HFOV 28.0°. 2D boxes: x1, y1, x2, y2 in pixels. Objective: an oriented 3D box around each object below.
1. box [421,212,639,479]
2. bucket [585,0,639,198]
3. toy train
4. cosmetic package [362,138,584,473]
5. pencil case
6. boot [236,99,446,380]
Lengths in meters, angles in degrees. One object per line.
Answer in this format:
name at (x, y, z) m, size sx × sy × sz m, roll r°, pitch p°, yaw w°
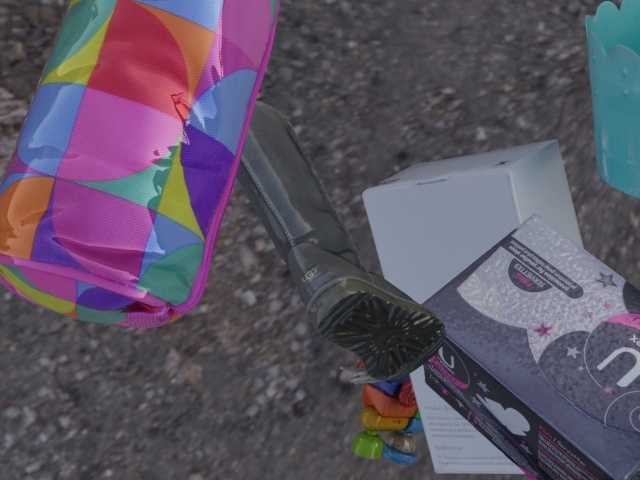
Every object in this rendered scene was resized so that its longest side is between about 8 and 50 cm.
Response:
box at (0.229, 0.121, 1.159) m, size 0.163 × 0.142 × 0.247 m, roll -38°, pitch 58°, yaw -18°
bucket at (0.434, -0.167, 1.448) m, size 0.281 × 0.281 × 0.183 m, roll 1°, pitch 117°, yaw 15°
toy train at (0.079, 0.249, 1.843) m, size 0.105 × 0.248 × 0.143 m, roll 25°, pitch 100°, yaw 40°
cosmetic package at (0.216, 0.086, 1.587) m, size 0.217 × 0.156 × 0.385 m, roll -5°, pitch 102°, yaw 37°
pencil case at (-0.068, -0.078, 0.564) m, size 0.104 × 0.104 × 0.236 m, roll 15°, pitch 76°, yaw 12°
boot at (0.002, -0.001, 1.012) m, size 0.076 × 0.189 × 0.208 m, roll -39°, pitch 55°, yaw 5°
